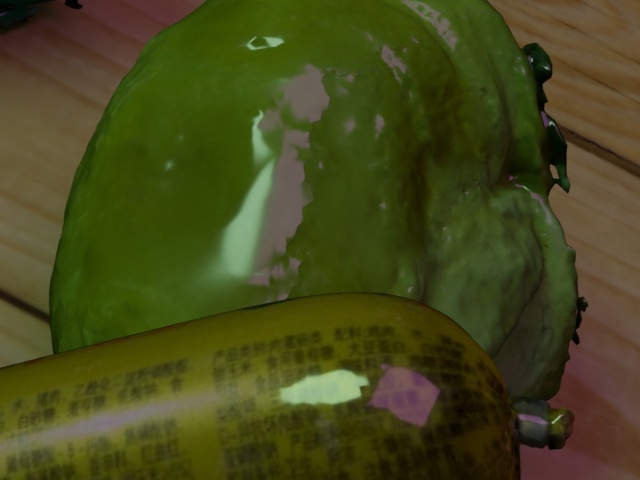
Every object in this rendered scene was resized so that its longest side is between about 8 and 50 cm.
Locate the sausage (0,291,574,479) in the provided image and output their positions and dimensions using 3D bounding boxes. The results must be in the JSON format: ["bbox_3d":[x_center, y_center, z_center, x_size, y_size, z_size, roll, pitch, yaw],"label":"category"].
[{"bbox_3d":[-0.078,0.099,0.657,0.347,0.123,0.123,-14,43,9],"label":"sausage"}]

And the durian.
[{"bbox_3d":[0.000,0.000,0.841,0.256,0.204,0.339,49,45,9],"label":"durian"}]

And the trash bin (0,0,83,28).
[{"bbox_3d":[-0.256,-0.316,1.024,0.295,0.259,0.381,-14,60,-38],"label":"trash bin"}]
